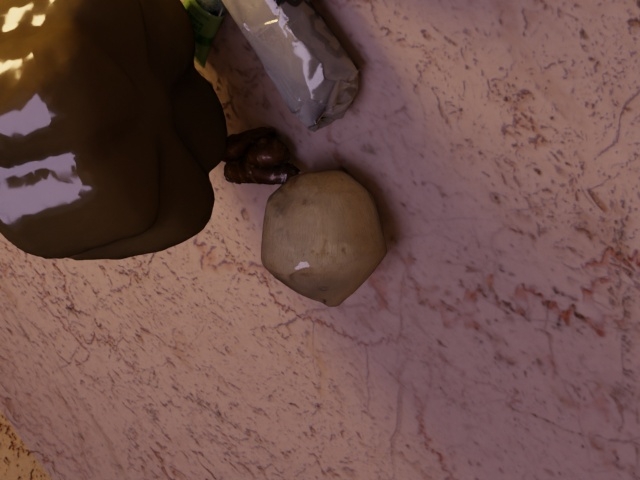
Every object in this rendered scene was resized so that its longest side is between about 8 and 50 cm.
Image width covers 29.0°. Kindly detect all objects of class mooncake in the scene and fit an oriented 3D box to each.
[{"bbox_3d":[-0.347,-0.192,1.928,0.262,0.467,0.467,-9,115,22],"label":"mooncake"}]

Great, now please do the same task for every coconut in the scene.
[{"bbox_3d":[0.000,0.000,2.024,0.224,0.224,0.224,25,134,29],"label":"coconut"}]

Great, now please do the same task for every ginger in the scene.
[{"bbox_3d":[-0.107,-0.147,2.111,0.162,0.073,0.103,6,136,35],"label":"ginger"}]

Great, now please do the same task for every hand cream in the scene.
[{"bbox_3d":[-0.201,-0.366,2.047,0.095,0.046,0.175,44,142,4],"label":"hand cream"}]

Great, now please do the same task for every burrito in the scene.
[{"bbox_3d":[-0.088,-0.373,1.892,0.445,0.101,0.139,57,145,-7],"label":"burrito"}]
